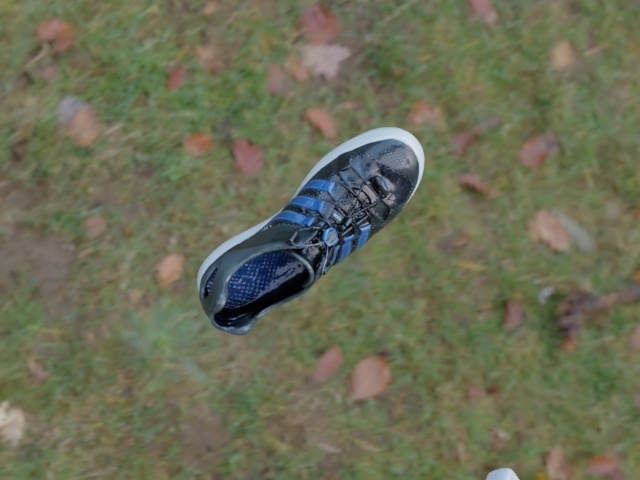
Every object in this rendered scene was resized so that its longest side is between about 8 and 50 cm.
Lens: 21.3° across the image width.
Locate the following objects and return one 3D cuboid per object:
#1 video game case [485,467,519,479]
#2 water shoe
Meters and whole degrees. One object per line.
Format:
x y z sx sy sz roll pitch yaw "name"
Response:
0.143 0.283 1.119 0.201 0.023 0.183 54 39 -23 "video game case"
0.000 0.000 1.263 0.203 0.080 0.073 -39 115 8 "water shoe"
